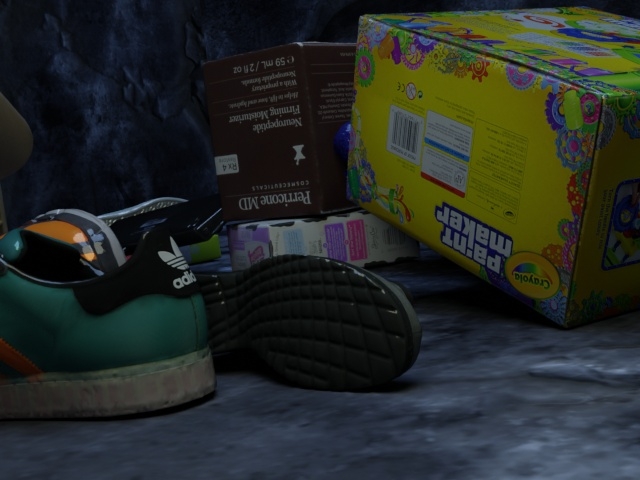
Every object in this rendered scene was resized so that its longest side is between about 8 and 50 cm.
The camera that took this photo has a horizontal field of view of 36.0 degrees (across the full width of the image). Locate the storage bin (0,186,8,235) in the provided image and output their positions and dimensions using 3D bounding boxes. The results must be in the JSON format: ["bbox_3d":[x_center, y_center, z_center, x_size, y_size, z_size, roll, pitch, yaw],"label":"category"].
[{"bbox_3d":[-0.592,-0.081,1.370,0.262,0.260,0.123,23,51,8],"label":"storage bin"}]

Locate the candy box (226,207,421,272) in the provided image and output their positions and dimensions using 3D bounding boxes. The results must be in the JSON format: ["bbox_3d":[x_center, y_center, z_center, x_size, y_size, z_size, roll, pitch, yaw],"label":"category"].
[{"bbox_3d":[0.000,0.000,1.233,0.196,0.070,0.165,-9,5,-23],"label":"candy box"}]

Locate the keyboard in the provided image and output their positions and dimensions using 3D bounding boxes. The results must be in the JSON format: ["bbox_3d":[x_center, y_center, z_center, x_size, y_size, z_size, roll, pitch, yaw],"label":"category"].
[{"bbox_3d":[-0.247,0.008,1.339,0.317,0.033,0.201,-11,24,45],"label":"keyboard"}]

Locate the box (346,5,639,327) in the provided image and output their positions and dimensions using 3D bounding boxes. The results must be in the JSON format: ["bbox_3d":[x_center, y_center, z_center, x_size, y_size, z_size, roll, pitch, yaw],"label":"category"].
[{"bbox_3d":[0.219,-0.087,0.842,0.279,0.177,0.290,-10,26,-30],"label":"box"}]

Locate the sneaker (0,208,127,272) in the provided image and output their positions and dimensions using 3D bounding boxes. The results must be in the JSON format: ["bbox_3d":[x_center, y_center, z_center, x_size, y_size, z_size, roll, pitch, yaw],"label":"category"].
[{"bbox_3d":[-0.295,0.066,0.776,0.321,0.125,0.180,-17,1,42],"label":"sneaker"}]

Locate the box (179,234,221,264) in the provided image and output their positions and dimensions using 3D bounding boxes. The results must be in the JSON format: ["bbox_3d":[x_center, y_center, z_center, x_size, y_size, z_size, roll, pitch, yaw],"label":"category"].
[{"bbox_3d":[-0.255,0.022,1.502,0.178,0.043,0.109,-10,5,-34],"label":"box"}]

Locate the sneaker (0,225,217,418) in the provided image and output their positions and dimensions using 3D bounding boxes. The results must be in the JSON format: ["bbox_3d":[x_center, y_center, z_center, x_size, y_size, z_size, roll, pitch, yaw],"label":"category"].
[{"bbox_3d":[-0.217,0.054,0.659,0.302,0.121,0.108,-6,5,13],"label":"sneaker"}]

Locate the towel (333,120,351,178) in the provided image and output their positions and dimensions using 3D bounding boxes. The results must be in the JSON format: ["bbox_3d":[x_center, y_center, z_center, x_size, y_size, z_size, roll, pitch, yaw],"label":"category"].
[{"bbox_3d":[0.181,-0.057,1.097,0.227,0.076,0.308,-6,28,-34],"label":"towel"}]

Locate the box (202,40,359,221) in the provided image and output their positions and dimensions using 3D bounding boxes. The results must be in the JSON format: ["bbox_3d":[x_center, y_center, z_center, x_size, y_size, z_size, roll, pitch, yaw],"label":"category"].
[{"bbox_3d":[-0.023,-0.137,1.238,0.168,0.203,0.167,-4,6,38],"label":"box"}]

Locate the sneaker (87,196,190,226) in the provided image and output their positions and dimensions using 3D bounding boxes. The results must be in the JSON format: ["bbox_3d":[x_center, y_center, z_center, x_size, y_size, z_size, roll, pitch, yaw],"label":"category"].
[{"bbox_3d":[-0.355,-0.028,1.908,0.255,0.094,0.151,-8,2,-26],"label":"sneaker"}]

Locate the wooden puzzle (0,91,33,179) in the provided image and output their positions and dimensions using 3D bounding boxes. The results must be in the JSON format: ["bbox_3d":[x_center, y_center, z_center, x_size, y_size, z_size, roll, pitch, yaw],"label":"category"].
[{"bbox_3d":[-0.430,-0.027,0.879,0.347,0.081,0.322,-33,-8,-7],"label":"wooden puzzle"}]

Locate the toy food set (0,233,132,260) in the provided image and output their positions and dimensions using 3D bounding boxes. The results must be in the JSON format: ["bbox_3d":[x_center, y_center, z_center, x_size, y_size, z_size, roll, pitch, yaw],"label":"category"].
[{"bbox_3d":[-0.265,0.032,1.056,0.232,0.105,0.111,-8,5,-8],"label":"toy food set"}]

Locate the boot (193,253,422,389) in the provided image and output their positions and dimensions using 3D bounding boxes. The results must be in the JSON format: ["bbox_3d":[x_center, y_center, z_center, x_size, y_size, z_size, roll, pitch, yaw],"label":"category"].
[{"bbox_3d":[0.013,0.046,0.707,0.161,0.084,0.246,-4,3,-42],"label":"boot"}]
